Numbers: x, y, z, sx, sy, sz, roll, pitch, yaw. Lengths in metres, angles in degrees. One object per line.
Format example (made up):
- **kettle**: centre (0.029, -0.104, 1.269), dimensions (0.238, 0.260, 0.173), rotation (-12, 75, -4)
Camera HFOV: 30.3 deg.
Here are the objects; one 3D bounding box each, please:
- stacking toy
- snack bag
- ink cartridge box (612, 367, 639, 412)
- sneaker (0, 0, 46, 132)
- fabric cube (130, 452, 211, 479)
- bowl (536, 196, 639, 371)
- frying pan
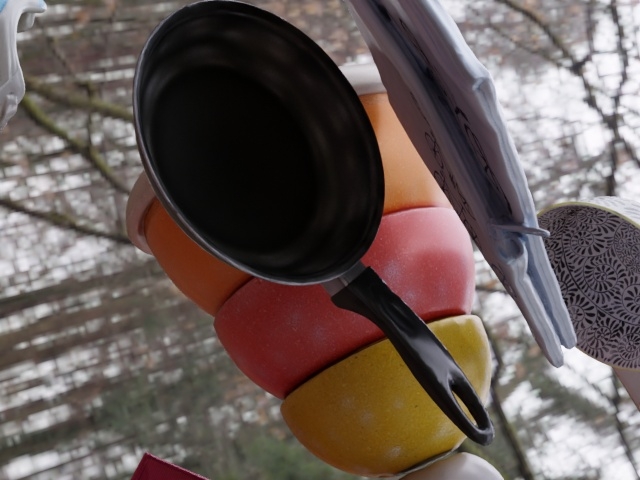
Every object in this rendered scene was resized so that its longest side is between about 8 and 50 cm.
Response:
- **stacking toy**: centre (0.042, 0.105, 1.131), dimensions (0.350, 0.350, 0.480), rotation (-46, -119, 53)
- **snack bag**: centre (0.074, -0.105, 0.830), dimensions (0.323, 0.037, 0.342), rotation (64, 3, 35)
- **ink cartridge box**: centre (0.454, 0.068, 1.206), dimensions (0.330, 0.071, 0.324), rotation (-23, -59, 21)
- **sneaker**: centre (-0.249, -0.086, 0.774), dimensions (0.087, 0.092, 0.229), rotation (-22, -129, 60)
- **fabric cube**: centre (-0.093, 0.405, 1.185), dimensions (0.258, 0.254, 0.259), rotation (18, -25, 14)
- **bowl**: centre (0.269, 0.023, 1.036), dimensions (0.170, 0.080, 0.170), rotation (32, -39, 31)
- **frying pan**: centre (0.007, -0.023, 0.781), dimensions (0.326, 0.197, 0.053), rotation (39, -41, -22)
